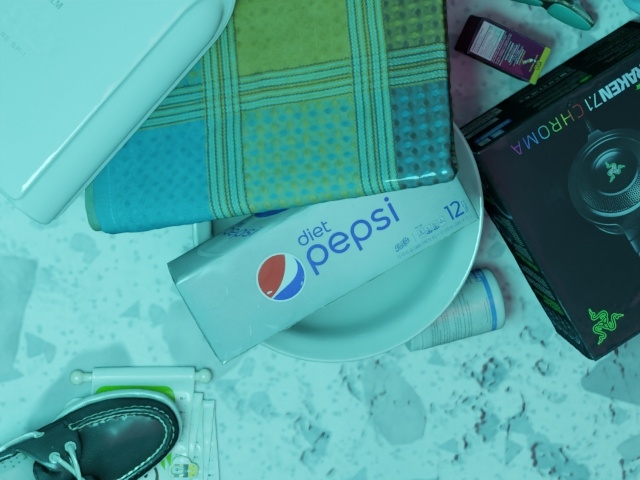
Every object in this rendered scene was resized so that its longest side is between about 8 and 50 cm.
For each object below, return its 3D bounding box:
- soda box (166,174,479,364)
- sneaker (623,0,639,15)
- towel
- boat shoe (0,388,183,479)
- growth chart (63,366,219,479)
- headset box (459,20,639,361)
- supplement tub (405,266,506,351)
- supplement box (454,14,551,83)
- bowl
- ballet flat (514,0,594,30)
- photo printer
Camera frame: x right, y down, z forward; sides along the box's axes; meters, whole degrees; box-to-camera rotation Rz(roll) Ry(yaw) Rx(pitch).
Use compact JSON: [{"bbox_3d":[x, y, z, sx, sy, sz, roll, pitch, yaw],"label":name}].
[{"bbox_3d":[0.000,0.000,1.714,0.286,0.091,0.098,-30,106,-3],"label":"soda box"},{"bbox_3d":[0.452,-0.344,1.867,0.208,0.127,0.319,26,86,-28],"label":"sneaker"},{"bbox_3d":[-0.054,-0.154,1.704,0.370,0.040,0.271,-8,72,18],"label":"towel"},{"bbox_3d":[-0.283,0.246,1.832,0.302,0.091,0.114,-26,102,1],"label":"boat shoe"},{"bbox_3d":[-0.181,0.242,1.902,0.172,0.021,0.237,-9,102,-8],"label":"growth chart"},{"bbox_3d":[0.312,-0.047,1.882,0.246,0.131,0.283,-31,105,-3],"label":"headset box"},{"bbox_3d":[0.138,0.074,1.903,0.107,0.071,0.071,-14,103,-9],"label":"supplement tub"},{"bbox_3d":[0.191,-0.200,1.868,0.083,0.055,0.043,24,95,-13],"label":"supplement box"},{"bbox_3d":[0.008,-0.034,1.825,0.298,0.134,0.297,-2,102,-11],"label":"bowl"},{"bbox_3d":[0.242,-0.258,1.877,0.114,0.041,0.041,20,96,-14],"label":"ballet flat"},{"bbox_3d":[-0.249,-0.206,1.705,0.256,0.107,0.307,43,91,21],"label":"photo printer"}]
